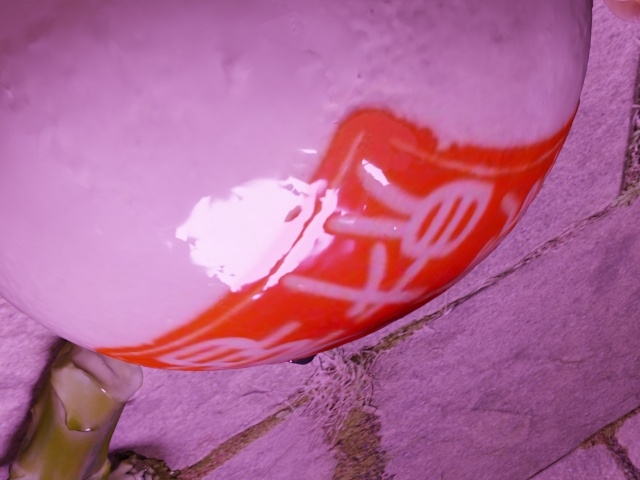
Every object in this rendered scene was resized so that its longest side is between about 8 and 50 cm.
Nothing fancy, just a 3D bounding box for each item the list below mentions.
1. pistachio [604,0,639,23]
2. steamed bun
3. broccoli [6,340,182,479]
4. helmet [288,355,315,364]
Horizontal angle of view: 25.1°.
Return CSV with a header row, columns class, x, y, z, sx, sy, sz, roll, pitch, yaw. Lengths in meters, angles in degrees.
class,x,y,z,sx,sy,sz,roll,pitch,yaw
pistachio,0.343,-0.317,1.233,0.309,0.230,0.230,-38,155,25
steamed bun,-0.021,-0.062,0.776,0.374,0.241,0.374,-23,171,-4
broccoli,-0.253,0.275,1.581,0.397,0.275,0.353,-61,167,6
helmet,0.000,0.000,1.385,0.216,0.193,0.189,9,133,-40
